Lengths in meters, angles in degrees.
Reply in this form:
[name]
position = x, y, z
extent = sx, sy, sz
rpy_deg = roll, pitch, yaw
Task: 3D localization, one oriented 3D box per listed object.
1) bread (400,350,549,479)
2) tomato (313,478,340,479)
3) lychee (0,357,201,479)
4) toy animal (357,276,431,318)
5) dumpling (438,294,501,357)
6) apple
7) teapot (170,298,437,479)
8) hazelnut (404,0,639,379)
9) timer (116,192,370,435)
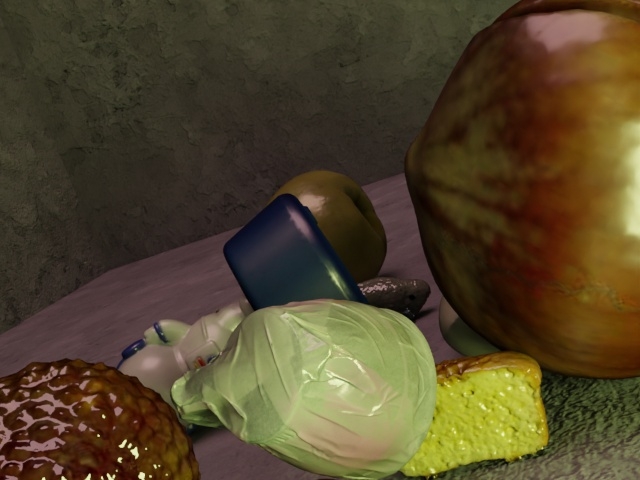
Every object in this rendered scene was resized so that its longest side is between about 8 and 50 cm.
[bread]
position = 0.134, 0.170, 0.930
extent = 0.187, 0.103, 0.065
rpy_deg = -20, 9, 18
[tomato]
position = -0.013, 0.259, 0.807
extent = 0.166, 0.082, 0.174
rpy_deg = -22, 11, 1
[lychee]
position = -0.225, 0.241, 0.838
extent = 0.260, 0.260, 0.260
rpy_deg = -21, 9, 3
[toy animal]
position = 0.054, 0.112, 1.513
extent = 0.253, 0.079, 0.070
rpy_deg = -18, -1, 13
[dumpling]
position = 0.225, 0.091, 1.172
extent = 0.151, 0.124, 0.229
rpy_deg = 11, 10, -5
[apple]
position = 0.000, 0.000, 1.797
extent = 0.262, 0.262, 0.262
rpy_deg = -21, 9, 3
[teapot]
position = -0.022, 0.124, 0.876
extent = 0.178, 0.163, 0.221
rpy_deg = 19, -4, -41
[hazelnut]
position = 0.277, -0.062, 0.961
extent = 0.359, 0.409, 0.359
rpy_deg = -3, 1, 0
[timer]
position = -0.126, 0.139, 1.349
extent = 0.383, 0.270, 0.270
rpy_deg = -33, 10, -1
